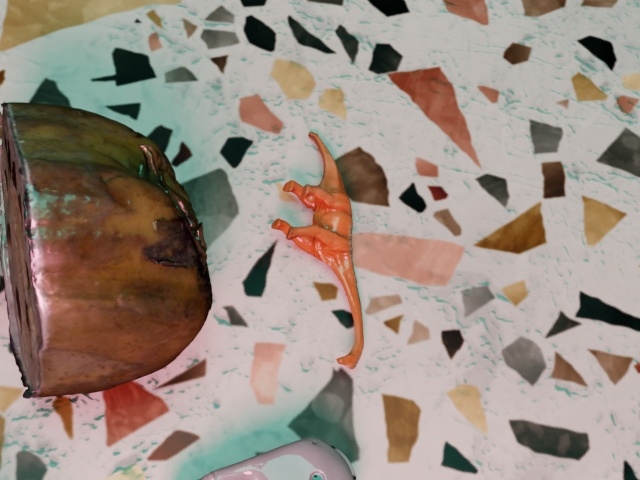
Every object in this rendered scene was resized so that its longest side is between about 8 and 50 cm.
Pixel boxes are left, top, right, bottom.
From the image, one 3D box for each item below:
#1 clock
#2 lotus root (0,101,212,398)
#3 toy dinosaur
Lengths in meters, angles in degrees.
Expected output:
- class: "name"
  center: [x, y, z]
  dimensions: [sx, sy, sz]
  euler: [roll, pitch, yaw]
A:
- class: "clock"
  center: [-0.044, 0.258, 0.869]
  dimensions: [0.176, 0.080, 0.117]
  euler: [-18, 70, -14]
- class: "lotus root"
  center: [-0.202, 0.001, 0.879]
  dimensions: [0.192, 0.272, 0.272]
  euler: [-5, 68, -16]
- class: "toy dinosaur"
  center: [0.003, -0.002, 0.998]
  dimensions: [0.101, 0.055, 0.279]
  euler: [16, 61, -26]
